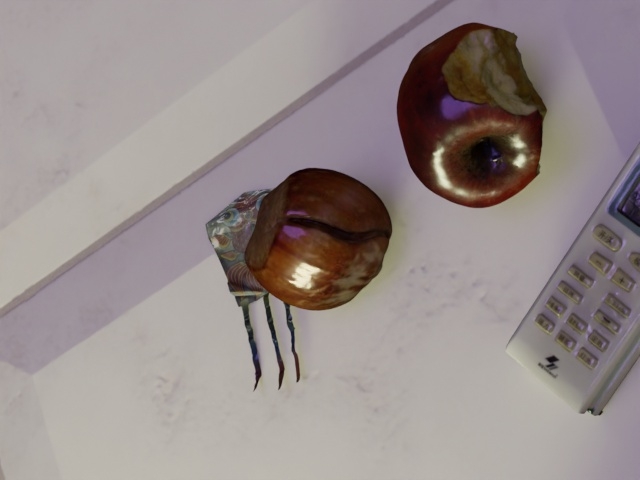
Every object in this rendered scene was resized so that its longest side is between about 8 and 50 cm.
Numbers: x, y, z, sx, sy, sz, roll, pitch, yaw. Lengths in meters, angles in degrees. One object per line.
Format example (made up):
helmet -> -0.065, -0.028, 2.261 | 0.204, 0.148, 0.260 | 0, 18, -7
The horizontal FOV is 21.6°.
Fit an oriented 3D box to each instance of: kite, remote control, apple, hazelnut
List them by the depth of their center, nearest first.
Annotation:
remote control -> 0.285, 0.020, 1.547 | 0.103, 0.055, 0.277 | 41, 109, 32
apple -> 0.144, -0.122, 1.617 | 0.147, 0.156, 0.158 | -39, 34, 26
hazelnut -> 0.000, 0.000, 1.726 | 0.143, 0.143, 0.154 | 42, 117, 33
kite -> -0.066, 0.056, 1.834 | 0.127, 0.016, 0.229 | -20, 69, 36
